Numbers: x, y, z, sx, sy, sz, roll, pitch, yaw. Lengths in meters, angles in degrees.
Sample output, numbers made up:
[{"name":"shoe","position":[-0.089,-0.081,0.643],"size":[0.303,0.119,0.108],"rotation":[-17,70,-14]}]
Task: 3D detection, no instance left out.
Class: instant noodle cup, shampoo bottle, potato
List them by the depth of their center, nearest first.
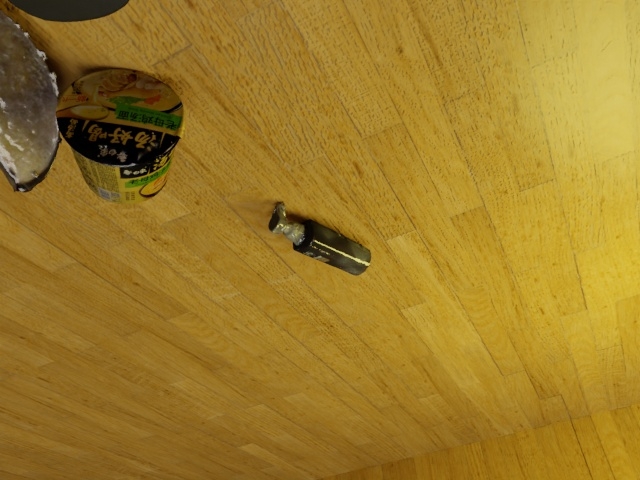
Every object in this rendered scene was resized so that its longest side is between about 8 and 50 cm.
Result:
[{"name":"potato","position":[-0.395,-0.199,0.675],"size":[0.120,0.100,0.261],"rotation":[-37,131,-23]},{"name":"instant noodle cup","position":[-0.254,-0.125,0.727],"size":[0.151,0.152,0.122],"rotation":[7,149,-16]},{"name":"shampoo bottle","position":[-0.001,0.001,0.981],"size":[0.207,0.064,0.057],"rotation":[26,142,-36]}]

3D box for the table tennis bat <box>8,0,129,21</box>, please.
[{"name":"table tennis bat","position":[-0.239,-0.304,0.596],"size":[0.246,0.022,0.138],"rotation":[-8,141,4]}]
